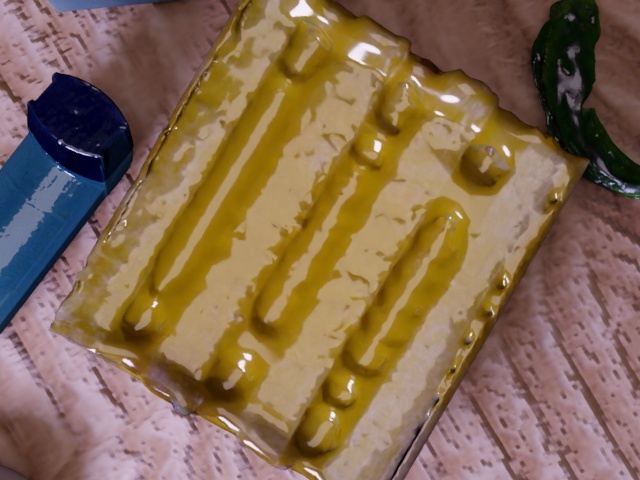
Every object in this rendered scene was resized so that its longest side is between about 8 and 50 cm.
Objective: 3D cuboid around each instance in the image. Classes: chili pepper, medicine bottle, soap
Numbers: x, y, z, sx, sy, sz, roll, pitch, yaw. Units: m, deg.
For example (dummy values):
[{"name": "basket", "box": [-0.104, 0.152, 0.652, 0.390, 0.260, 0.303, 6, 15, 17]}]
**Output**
[{"name": "chili pepper", "box": [0.220, -0.111, 1.039, 0.073, 0.050, 0.182, -20, 88, -8]}, {"name": "medicine bottle", "box": [-0.242, -0.009, 1.001, 0.079, 0.124, 0.258, 37, 89, 2]}, {"name": "soap", "box": [0.000, 0.000, 0.981, 0.293, 0.156, 0.335, 29, 87, -2]}]

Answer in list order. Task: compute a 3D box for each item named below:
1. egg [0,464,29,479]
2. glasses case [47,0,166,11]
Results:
[{"name": "egg", "box": [-0.282, 0.223, 0.992, 0.135, 0.103, 0.103, 1, 86, -1]}, {"name": "glasses case", "box": [-0.094, -0.243, 1.057, 0.266, 0.056, 0.105, -5, 62, 0]}]
